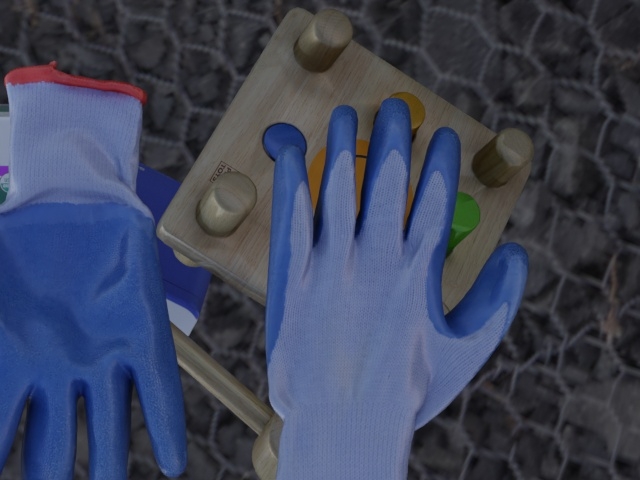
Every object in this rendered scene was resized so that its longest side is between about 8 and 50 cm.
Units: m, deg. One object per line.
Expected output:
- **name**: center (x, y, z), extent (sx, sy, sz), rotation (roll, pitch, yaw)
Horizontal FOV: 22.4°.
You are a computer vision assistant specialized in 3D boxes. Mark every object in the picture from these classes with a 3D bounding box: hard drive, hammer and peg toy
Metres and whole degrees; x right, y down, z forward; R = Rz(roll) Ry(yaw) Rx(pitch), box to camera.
- **hard drive**: center (-0.215, -0.014, 1.797), extent (0.210, 0.319, 0.040), rotation (27, 109, -7)
- **hammer and peg toy**: center (0.000, 0.000, 1.307), extent (0.266, 0.361, 0.127), rotation (33, 151, -6)

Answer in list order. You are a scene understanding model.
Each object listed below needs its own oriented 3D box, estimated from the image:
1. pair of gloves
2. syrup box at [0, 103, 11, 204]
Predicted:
- **pair of gloves**: center (-0.032, 0.023, 0.526), extent (0.198, 0.023, 0.159), rotation (6, 77, -1)
- **syrup box**: center (-0.290, -0.004, 1.464), extent (0.093, 0.096, 0.237), rotation (-1, 104, -5)
